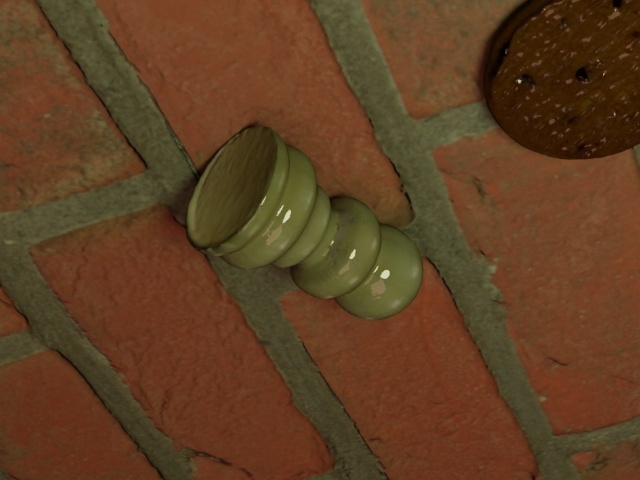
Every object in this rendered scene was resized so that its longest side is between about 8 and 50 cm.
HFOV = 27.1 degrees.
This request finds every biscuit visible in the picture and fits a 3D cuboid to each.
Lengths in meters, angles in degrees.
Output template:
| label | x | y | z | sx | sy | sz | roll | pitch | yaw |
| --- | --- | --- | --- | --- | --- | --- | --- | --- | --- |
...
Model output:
| label | x | y | z | sx | sy | sz | roll | pitch | yaw |
| --- | --- | --- | --- | --- | --- | --- | --- | --- | --- |
| biscuit | 0.262 | -0.162 | 1.285 | 0.212 | 0.036 | 0.212 | 2 | 134 | 2 |

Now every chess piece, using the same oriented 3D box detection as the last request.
| label | x | y | z | sx | sy | sz | roll | pitch | yaw |
| --- | --- | --- | --- | --- | --- | --- | --- | --- | --- |
| chess piece | 0.000 | 0.000 | 1.391 | 0.251 | 0.144 | 0.144 | 30 | 127 | -33 |
